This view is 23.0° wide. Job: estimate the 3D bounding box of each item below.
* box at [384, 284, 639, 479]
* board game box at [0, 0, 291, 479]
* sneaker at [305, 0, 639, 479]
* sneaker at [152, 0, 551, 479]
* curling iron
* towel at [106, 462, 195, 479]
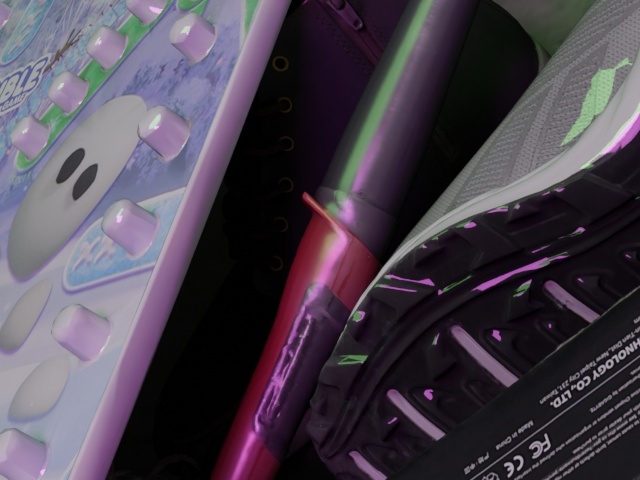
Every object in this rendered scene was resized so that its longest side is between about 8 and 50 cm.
[{"bbox_3d":[0.130,0.122,0.326,0.295,0.073,0.293,-41,40,22],"label":"box"},{"bbox_3d":[-0.181,0.023,0.611,0.390,0.050,0.390,-17,45,47],"label":"board game box"},{"bbox_3d":[0.099,-0.018,0.494,0.271,0.100,0.108,-50,7,13],"label":"sneaker"},{"bbox_3d":[-0.019,-0.016,0.598,0.222,0.118,0.083,-54,33,1],"label":"sneaker"},{"bbox_3d":[0.000,0.000,0.535,0.274,0.035,0.068,-67,27,3],"label":"curling iron"},{"bbox_3d":[-0.181,0.203,0.612,0.235,0.121,0.284,0,59,49],"label":"towel"}]
